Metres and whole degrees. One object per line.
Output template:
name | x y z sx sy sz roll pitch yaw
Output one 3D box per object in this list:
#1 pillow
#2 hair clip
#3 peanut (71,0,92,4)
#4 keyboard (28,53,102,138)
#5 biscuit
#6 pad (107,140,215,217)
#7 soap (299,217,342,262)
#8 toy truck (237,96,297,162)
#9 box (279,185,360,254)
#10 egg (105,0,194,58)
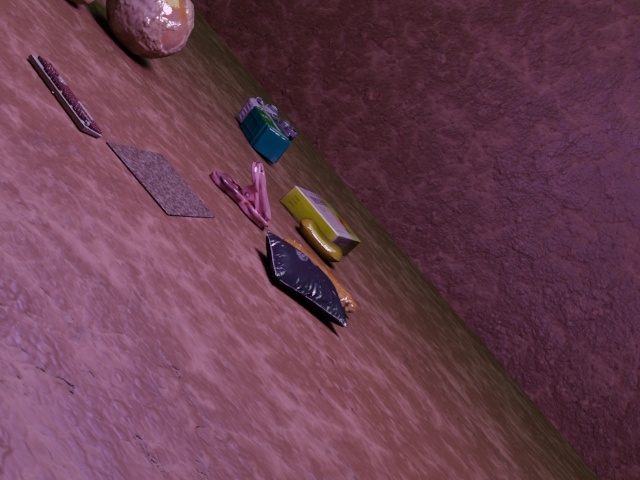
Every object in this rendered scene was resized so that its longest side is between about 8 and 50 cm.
pillow | -0.029 0.075 1.723 0.208 0.055 0.141 41 18 -36
hair clip | -0.162 -0.090 1.894 0.123 0.102 0.138 -37 117 -79
peanut | -0.546 -0.618 2.066 0.298 0.120 0.136 -109 175 -60
keyboard | -0.397 -0.227 1.407 0.166 0.017 0.055 51 10 19
biscuit | -0.017 0.063 1.905 0.224 0.033 0.144 42 9 -35
pad | -0.264 -0.099 1.530 0.158 0.003 0.235 49 9 7
soap | -0.001 0.001 2.203 0.140 0.045 0.089 47 6 4
toy truck | -0.160 -0.324 2.654 0.124 0.114 0.253 26 21 -39
box | 0.004 -0.049 2.391 0.175 0.062 0.260 50 10 12
egg | -0.401 -0.534 2.122 0.203 0.203 0.245 36 18 -53
